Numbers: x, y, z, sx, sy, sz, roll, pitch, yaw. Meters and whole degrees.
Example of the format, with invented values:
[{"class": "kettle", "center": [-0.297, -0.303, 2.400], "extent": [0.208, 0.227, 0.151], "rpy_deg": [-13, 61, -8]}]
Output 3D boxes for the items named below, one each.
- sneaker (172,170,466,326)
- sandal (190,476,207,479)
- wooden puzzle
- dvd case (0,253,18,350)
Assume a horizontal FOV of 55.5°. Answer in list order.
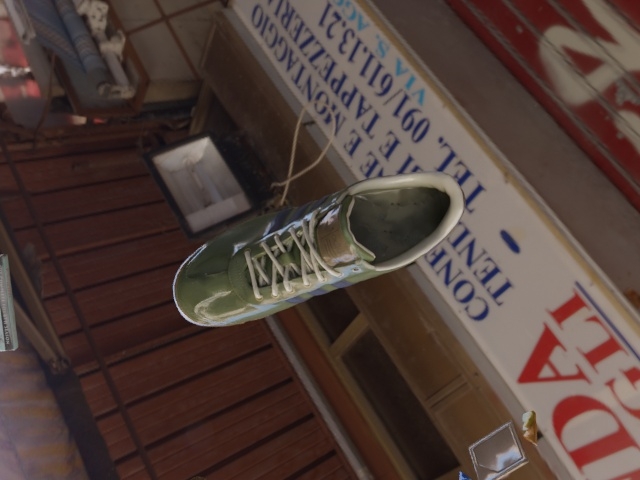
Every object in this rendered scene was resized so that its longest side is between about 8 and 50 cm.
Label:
[{"class": "sneaker", "center": [0.000, 0.000, 0.368], "extent": [0.192, 0.086, 0.064], "rpy_deg": [-19, -96, -8]}, {"class": "sandal", "center": [-0.193, 0.471, 0.909], "extent": [0.088, 0.079, 0.240], "rpy_deg": [44, -172, -34]}, {"class": "wooden puzzle", "center": [0.214, 0.256, 0.728], "extent": [0.014, 0.116, 0.078], "rpy_deg": [44, -154, -17]}, {"class": "dvd case", "center": [-0.333, 0.058, 0.536], "extent": [0.119, 0.013, 0.087], "rpy_deg": [-2, -82, -5]}]
